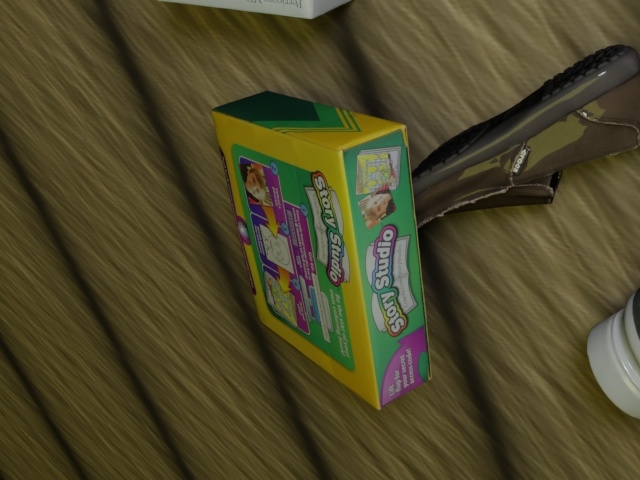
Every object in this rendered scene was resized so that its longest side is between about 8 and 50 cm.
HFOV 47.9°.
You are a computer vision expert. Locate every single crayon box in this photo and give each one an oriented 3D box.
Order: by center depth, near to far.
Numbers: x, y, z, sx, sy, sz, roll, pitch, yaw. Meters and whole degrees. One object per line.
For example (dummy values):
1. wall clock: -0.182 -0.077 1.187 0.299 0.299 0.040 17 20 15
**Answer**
1. crayon box: 0.000 0.000 0.990 0.313 0.106 0.362 26 134 50

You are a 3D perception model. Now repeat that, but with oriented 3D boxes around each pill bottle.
1. pill bottle: 0.461 0.094 0.829 0.161 0.161 0.283 44 136 0

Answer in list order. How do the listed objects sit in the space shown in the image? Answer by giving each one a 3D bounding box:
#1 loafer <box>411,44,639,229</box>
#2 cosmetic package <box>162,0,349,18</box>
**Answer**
1. loafer: 0.231 -0.084 0.874 0.366 0.134 0.130 -30 100 38
2. cosmetic package: -0.081 -0.399 0.860 0.224 0.138 0.224 14 125 22
